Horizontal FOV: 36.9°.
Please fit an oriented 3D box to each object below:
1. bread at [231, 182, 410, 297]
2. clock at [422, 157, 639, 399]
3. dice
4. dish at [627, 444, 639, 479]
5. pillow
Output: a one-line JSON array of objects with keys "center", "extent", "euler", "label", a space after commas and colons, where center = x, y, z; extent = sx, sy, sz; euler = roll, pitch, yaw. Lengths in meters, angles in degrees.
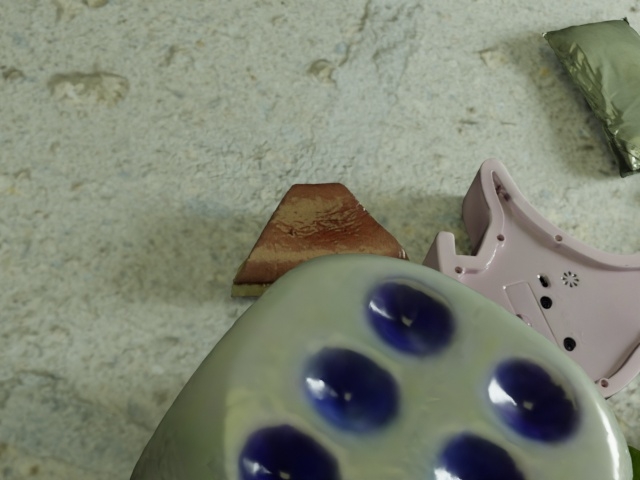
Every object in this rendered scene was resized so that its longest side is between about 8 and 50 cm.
[{"center": [0.000, 0.001, 1.026], "extent": [0.192, 0.067, 0.119], "euler": [0, 69, -9], "label": "bread"}, {"center": [0.248, 0.045, 1.043], "extent": [0.275, 0.080, 0.290], "euler": [-16, 67, -19], "label": "clock"}, {"center": [0.041, 0.205, 0.784], "extent": [0.304, 0.304, 0.277], "euler": [36, 62, 10], "label": "dice"}, {"center": [0.297, 0.273, 0.949], "extent": [0.091, 0.039, 0.137], "euler": [1, 62, -16], "label": "dish"}, {"center": [0.389, -0.191, 1.219], "extent": [0.148, 0.050, 0.229], "euler": [-11, 65, -27], "label": "pillow"}]
